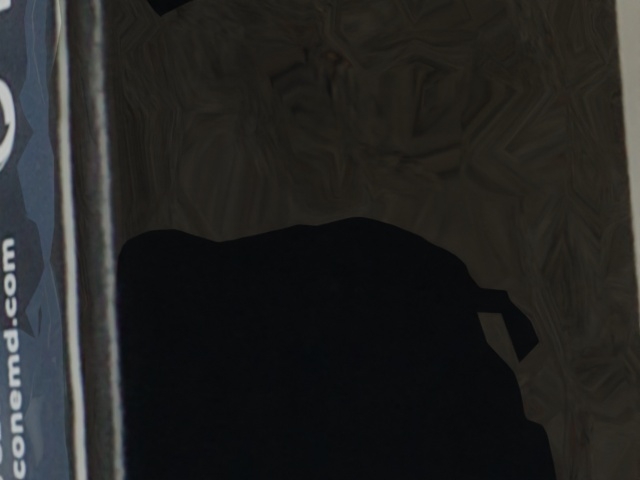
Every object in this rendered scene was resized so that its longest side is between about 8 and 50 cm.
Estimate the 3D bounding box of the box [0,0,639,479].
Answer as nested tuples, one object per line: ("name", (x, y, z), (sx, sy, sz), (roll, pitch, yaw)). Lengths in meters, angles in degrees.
("box", (0.000, 0.000, 0.755), (0.480, 0.471, 0.297), (2, -98, -36))
